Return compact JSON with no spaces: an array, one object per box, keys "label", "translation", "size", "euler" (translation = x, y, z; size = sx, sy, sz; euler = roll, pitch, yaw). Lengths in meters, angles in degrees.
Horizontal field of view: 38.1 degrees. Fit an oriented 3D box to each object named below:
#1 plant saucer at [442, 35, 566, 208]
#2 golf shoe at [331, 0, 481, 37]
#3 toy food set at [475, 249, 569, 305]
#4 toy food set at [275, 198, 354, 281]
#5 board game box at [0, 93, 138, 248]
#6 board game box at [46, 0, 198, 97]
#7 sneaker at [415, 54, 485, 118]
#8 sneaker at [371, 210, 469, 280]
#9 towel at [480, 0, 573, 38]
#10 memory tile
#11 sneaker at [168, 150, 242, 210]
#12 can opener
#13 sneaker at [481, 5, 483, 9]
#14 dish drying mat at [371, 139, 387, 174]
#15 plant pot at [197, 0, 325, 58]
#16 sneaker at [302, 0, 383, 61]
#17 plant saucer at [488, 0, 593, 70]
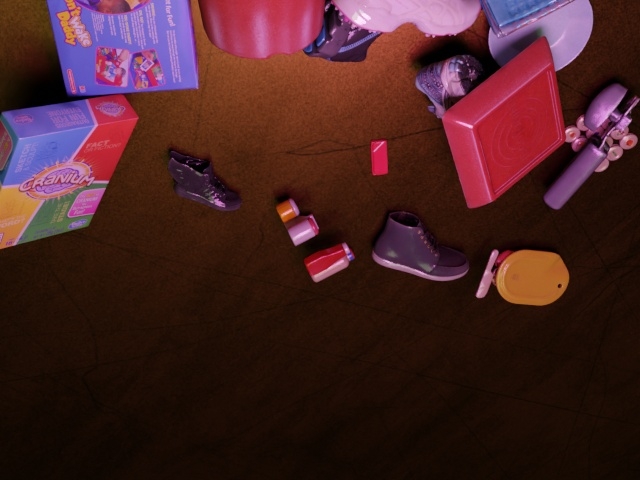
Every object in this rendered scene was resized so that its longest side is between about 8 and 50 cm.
[{"label":"plant saucer","translation":[0.362,-0.208,1.736],"size":[0.259,0.048,0.258],"euler":[-38,137,-12]},{"label":"golf shoe","translation":[0.163,-0.407,1.484],"size":[0.306,0.115,0.140],"euler":[-11,140,-40]},{"label":"toy food set","translation":[0.451,0.073,2.100],"size":[0.218,0.071,0.128],"euler":[7,105,-16]},{"label":"toy food set","translation":[0.000,0.000,1.941],"size":[0.105,0.111,0.232],"euler":[-27,128,-1]},{"label":"board game box","translation":[-0.492,-0.120,1.680],"size":[0.242,0.064,0.316],"euler":[-19,155,-43]},{"label":"board game box","translation":[-0.338,-0.415,1.557],"size":[0.233,0.078,0.347],"euler":[-4,130,-4]},{"label":"sneaker","translation":[0.280,-0.263,1.779],"size":[0.122,0.110,0.283],"euler":[2,155,36]},{"label":"sneaker","translation":[0.232,0.013,1.998],"size":[0.222,0.083,0.118],"euler":[9,127,-14]},{"label":"towel","translation":[0.398,-0.531,1.493],"size":[0.370,0.040,0.271],"euler":[-25,88,13]},{"label":"memory tile","translation":[0.575,-0.211,1.906],"size":[0.113,0.012,0.148],"euler":[-39,125,23]},{"label":"sneaker","translation":[-0.227,-0.118,1.842],"size":[0.170,0.051,0.089],"euler":[16,131,-16]},{"label":"can opener","translation":[0.535,-0.194,1.876],"size":[0.095,0.076,0.283],"euler":[38,122,4]},{"label":"sneaker","translation":[0.338,-0.465,1.581],"size":[0.283,0.124,0.107],"euler":[-32,129,18]},{"label":"dish drying mat","translation":[0.120,-0.168,1.879],"size":[0.032,0.008,0.083],"euler":[-8,130,-3]},{"label":"plant pot","translation":[-0.098,-0.450,1.459],"size":[0.273,0.272,0.265],"euler":[-5,137,-4]},{"label":"sneaker","translation":[0.098,-0.451,1.588],"size":[0.140,0.125,0.341],"euler":[8,132,-46]},{"label":"plant saucer","translation":[0.402,-0.395,1.709],"size":[0.195,0.037,0.195],"euler":[-5,131,-5]}]
